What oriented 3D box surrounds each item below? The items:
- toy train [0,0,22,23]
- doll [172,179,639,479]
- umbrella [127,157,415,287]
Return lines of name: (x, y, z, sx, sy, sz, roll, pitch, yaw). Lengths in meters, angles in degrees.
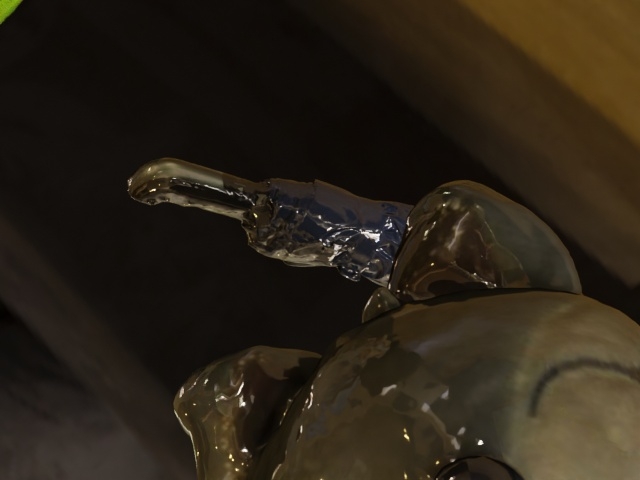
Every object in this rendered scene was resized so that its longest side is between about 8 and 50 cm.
toy train: (-0.147, -0.225, 0.709, 0.100, 0.296, 0.160, 31, -167, 13)
doll: (0.094, 0.187, 0.769, 0.382, 0.252, 0.379, 54, 159, 26)
umbrella: (0.003, -0.005, 0.986, 0.248, 0.071, 0.071, 17, 170, -24)
